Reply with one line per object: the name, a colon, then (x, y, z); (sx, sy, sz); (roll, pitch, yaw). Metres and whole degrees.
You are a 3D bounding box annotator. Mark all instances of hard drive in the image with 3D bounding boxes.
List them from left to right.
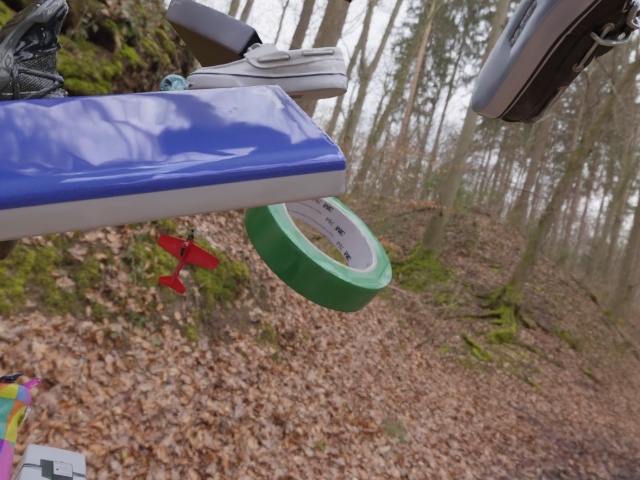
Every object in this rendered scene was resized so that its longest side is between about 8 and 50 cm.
hard drive: (-0.165, -0.078, 0.395); (0.318, 0.040, 0.210); (-9, 34, -17)
hard drive: (-0.182, -0.359, 0.898); (0.254, 0.054, 0.172); (35, -9, 32)

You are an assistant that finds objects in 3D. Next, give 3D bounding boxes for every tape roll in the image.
tape roll: (0.000, 0.000, 0.969); (0.321, 0.077, 0.321); (32, 27, -18)

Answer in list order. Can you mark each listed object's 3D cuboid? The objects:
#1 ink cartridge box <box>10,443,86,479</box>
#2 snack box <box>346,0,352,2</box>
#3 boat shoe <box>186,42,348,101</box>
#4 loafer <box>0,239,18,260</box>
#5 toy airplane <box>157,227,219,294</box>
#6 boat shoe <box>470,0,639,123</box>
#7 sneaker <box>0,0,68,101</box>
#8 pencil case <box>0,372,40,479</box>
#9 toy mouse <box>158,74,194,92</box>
ink cartridge box: (-0.368, 0.371, 0.594); (0.086, 0.153, 0.208); (27, -15, -23)
snack box: (0.075, -0.415, 0.630); (0.022, 0.064, 0.178); (27, -48, 0)
boat shoe: (-0.086, -0.279, 0.775); (0.267, 0.088, 0.096); (-6, 2, -8)
loafer: (-0.361, -0.039, 0.503); (0.050, 0.056, 0.148); (13, 34, -54)
toy airplane: (-0.291, 0.045, 0.986); (0.151, 0.151, 0.028); (19, 6, 14)
boat shoe: (0.284, -0.242, 0.510); (0.104, 0.113, 0.306); (13, -38, -8)
sneaker: (-0.447, -0.278, 0.755); (0.087, 0.228, 0.130); (3, -25, 31)
pencil case: (-0.356, 0.250, 0.465); (0.104, 0.236, 0.104); (-2, -28, -1)
toy mouse: (-0.204, -0.164, 0.597); (0.031, 0.143, 0.161); (34, -32, -20)
